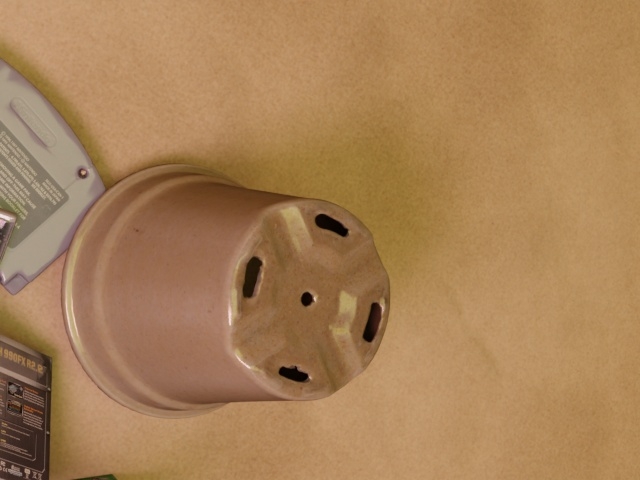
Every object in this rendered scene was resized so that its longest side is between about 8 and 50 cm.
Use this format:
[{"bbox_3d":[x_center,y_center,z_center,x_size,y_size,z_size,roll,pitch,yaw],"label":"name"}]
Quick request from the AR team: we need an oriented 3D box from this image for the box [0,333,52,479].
[{"bbox_3d":[-0.406,0.186,1.212,0.231,0.056,0.183,39,36,-51],"label":"box"}]

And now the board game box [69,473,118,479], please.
[{"bbox_3d":[-0.311,0.338,1.223,0.214,0.317,0.046,-3,91,-22],"label":"board game box"}]

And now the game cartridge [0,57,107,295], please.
[{"bbox_3d":[-0.405,-0.103,1.300,0.196,0.060,0.294,-43,108,-11],"label":"game cartridge"}]

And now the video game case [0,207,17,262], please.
[{"bbox_3d":[-0.479,0.015,1.255,0.190,0.022,0.173,21,102,-13],"label":"video game case"}]

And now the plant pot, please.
[{"bbox_3d":[-0.095,0.066,1.264,0.334,0.305,0.333,0,90,-35],"label":"plant pot"}]
